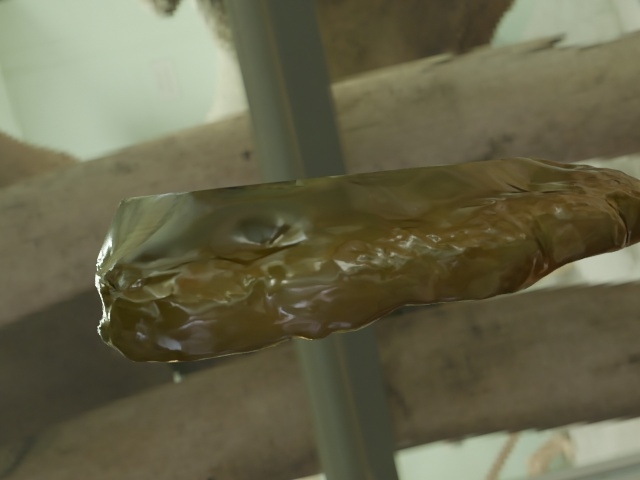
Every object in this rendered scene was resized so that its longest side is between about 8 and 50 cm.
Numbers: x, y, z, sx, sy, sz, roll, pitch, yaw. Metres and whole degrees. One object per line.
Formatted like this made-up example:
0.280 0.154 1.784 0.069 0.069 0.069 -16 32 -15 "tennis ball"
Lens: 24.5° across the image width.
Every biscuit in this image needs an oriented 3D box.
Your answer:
0.000 0.000 0.799 0.335 0.329 0.078 -2 98 62 "biscuit"
